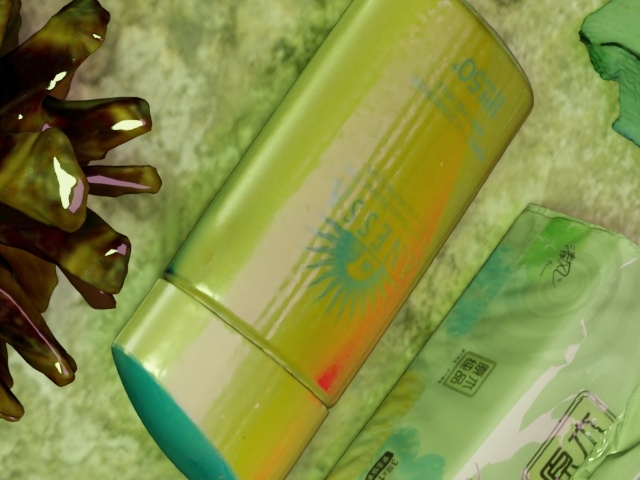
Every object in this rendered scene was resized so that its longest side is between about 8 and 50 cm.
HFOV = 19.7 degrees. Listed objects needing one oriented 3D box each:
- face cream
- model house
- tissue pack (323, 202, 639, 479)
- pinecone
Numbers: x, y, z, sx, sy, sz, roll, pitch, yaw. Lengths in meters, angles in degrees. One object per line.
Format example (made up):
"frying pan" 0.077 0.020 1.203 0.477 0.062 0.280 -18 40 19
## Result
"face cream" 0.000 0.000 0.973 0.139 0.067 0.285 43 76 -39
"model house" 0.246 -0.087 1.136 0.148 0.119 0.148 -36 136 -27
"tissue pack" 0.136 0.123 1.081 0.229 0.145 0.159 -51 132 -15
"pinecone" -0.167 -0.026 0.734 0.202 0.201 0.228 111 0 -57
